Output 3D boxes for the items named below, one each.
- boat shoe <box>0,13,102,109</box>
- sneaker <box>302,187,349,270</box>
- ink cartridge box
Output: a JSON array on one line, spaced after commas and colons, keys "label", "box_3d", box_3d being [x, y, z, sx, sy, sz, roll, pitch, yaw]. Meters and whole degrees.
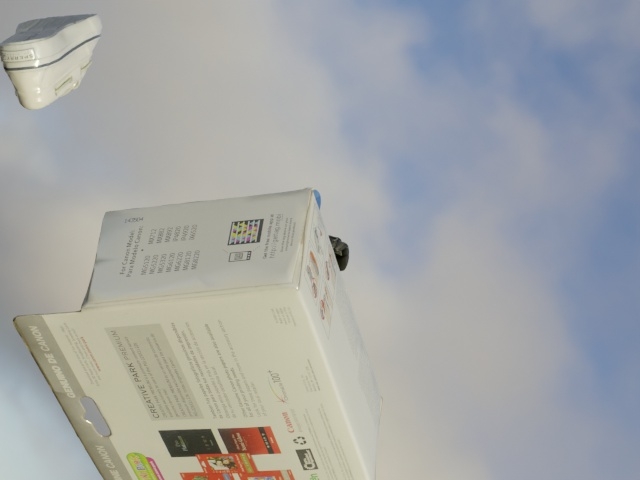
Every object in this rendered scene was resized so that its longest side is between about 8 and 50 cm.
[{"label": "boat shoe", "box_3d": [-0.283, -0.187, 1.582, 0.226, 0.083, 0.076, -58, 145, -70]}, {"label": "sneaker", "box_3d": [0.000, 0.001, 1.828, 0.084, 0.152, 0.058, 3, -41, 19]}, {"label": "ink cartridge box", "box_3d": [-0.106, 0.114, 1.450, 0.130, 0.271, 0.309, -83, 162, -44]}]
